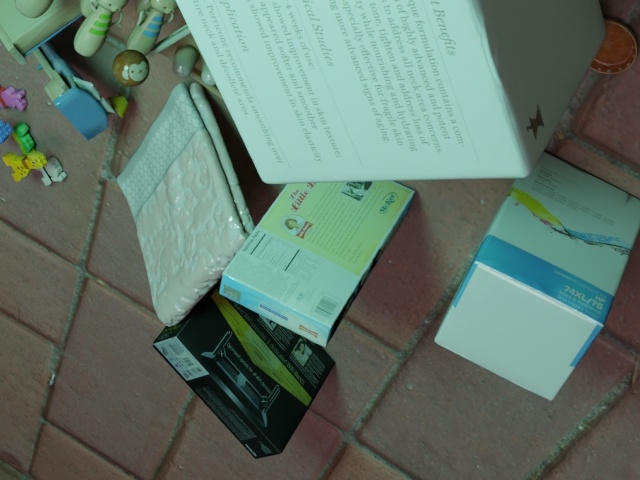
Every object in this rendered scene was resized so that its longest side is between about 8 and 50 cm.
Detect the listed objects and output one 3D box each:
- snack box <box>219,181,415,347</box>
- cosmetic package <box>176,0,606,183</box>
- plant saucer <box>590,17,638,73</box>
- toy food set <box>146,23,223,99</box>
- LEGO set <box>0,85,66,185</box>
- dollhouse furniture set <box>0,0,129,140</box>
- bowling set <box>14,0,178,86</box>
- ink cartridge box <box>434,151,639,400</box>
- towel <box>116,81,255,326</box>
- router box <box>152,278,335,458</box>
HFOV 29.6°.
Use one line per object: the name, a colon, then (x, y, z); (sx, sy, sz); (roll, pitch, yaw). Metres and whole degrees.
snack box: (0.000, 0.000, 1.904); (0.187, 0.322, 0.060); (26, 142, 10)
cosmetic package: (0.095, -0.293, 1.508); (0.393, 0.327, 0.329); (1, 130, 34)
plant saucer: (0.387, -0.263, 1.631); (0.083, 0.013, 0.083); (18, 136, 19)
toy food set: (-0.105, -0.236, 1.873); (0.306, 0.092, 0.219); (34, 144, -30)
LEGO set: (-0.552, -0.181, 2.278); (0.093, 0.087, 0.227); (0, 130, 34)
dollhouse furniture set: (-0.422, -0.372, 2.021); (0.286, 0.198, 0.303); (53, 177, 26)
bowling set: (-0.274, -0.340, 1.759); (0.200, 0.287, 0.154); (53, 129, 20)
ink cartridge box: (0.325, 0.046, 1.773); (0.197, 0.270, 0.198); (27, 139, 7)
towel: (-0.241, -0.058, 2.079); (0.332, 0.053, 0.317); (-45, 59, 49)
router box: (-0.136, 0.213, 2.263); (0.081, 0.243, 0.309); (-21, 115, 44)
